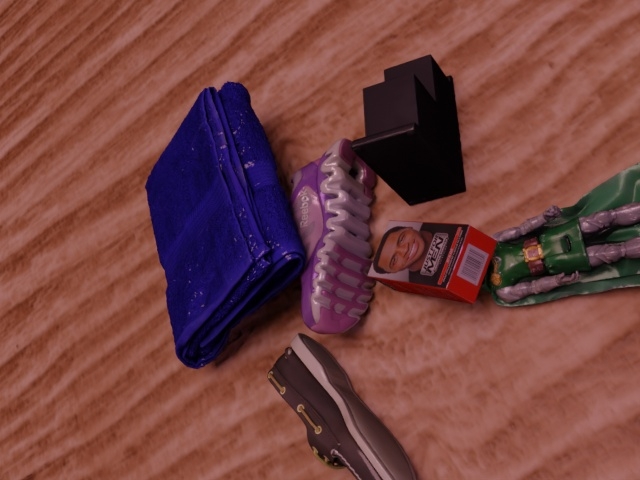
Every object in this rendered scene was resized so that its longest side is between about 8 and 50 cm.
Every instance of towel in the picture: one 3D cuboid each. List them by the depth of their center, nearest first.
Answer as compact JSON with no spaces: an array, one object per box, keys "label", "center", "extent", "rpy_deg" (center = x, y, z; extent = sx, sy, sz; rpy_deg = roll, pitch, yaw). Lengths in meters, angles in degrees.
[{"label":"towel","center":[-0.138,-0.029,0.997],"extent":[0.227,0.076,0.308],"rpy_deg":[-45,45,29]}]

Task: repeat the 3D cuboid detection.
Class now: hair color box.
[{"label":"hair color box","center":[0.114,0.020,0.860],"extent":[0.141,0.043,0.072],"rpy_deg":[4,70,60]}]

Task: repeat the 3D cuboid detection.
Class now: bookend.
[{"label":"bookend","center":[0.095,-0.144,0.905],"extent":[0.072,0.157,0.156],"rpy_deg":[-14,64,25]}]

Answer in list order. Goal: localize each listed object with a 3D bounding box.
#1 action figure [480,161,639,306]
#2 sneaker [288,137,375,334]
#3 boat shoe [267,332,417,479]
[{"label":"action figure","center":[0.243,0.009,0.815],"extent":[0.232,0.063,0.137],"rpy_deg":[-20,64,27]},{"label":"sneaker","center":[0.000,0.000,0.948],"extent":[0.104,0.095,0.236],"rpy_deg":[-14,59,33]},{"label":"boat shoe","center":[0.018,0.196,0.859],"extent":[0.069,0.081,0.228],"rpy_deg":[-47,47,9]}]
